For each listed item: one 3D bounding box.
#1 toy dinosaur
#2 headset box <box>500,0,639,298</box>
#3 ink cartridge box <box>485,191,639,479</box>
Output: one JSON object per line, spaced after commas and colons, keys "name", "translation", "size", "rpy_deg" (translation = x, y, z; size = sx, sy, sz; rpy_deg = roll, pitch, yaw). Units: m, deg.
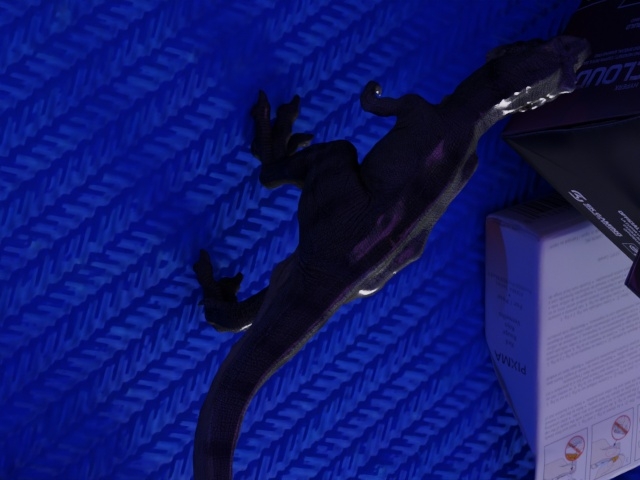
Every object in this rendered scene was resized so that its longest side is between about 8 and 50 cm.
{"name": "toy dinosaur", "translation": [0.000, 0.000, 0.745], "size": [0.268, 0.118, 0.064], "rpy_deg": [-54, 126, -13]}
{"name": "headset box", "translation": [0.238, -0.076, 0.862], "size": [0.218, 0.110, 0.293], "rpy_deg": [40, 69, -22]}
{"name": "ink cartridge box", "translation": [0.149, 0.055, 0.927], "size": [0.145, 0.045, 0.179], "rpy_deg": [-17, 120, -33]}
